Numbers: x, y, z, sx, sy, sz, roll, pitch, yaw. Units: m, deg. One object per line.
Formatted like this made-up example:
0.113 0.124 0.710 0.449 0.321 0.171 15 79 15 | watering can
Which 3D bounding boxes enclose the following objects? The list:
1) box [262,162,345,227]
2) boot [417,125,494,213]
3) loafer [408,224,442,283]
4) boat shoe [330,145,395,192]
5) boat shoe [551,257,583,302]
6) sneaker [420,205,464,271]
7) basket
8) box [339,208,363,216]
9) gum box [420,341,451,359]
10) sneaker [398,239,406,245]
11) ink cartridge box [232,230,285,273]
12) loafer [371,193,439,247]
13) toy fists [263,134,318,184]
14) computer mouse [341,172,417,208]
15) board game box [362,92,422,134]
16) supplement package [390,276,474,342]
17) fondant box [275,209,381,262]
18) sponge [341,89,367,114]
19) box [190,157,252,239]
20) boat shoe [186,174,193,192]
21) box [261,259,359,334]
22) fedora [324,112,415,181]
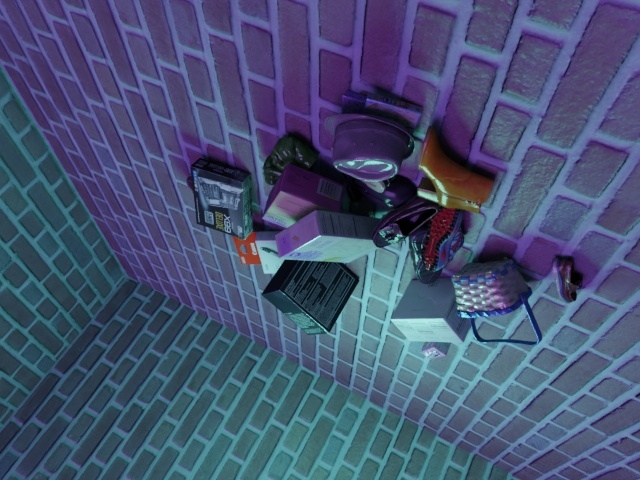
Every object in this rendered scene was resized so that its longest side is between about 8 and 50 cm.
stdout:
-0.062 -0.133 1.909 0.213 0.117 0.243 20 153 -13 | box
0.387 -0.195 1.548 0.211 0.104 0.295 15 150 17 | boot
0.366 0.035 1.932 0.109 0.095 0.303 -21 138 1 | loafer
0.132 -0.242 1.738 0.233 0.079 0.084 37 166 23 | boat shoe
0.770 0.129 1.686 0.066 0.066 0.183 -1 137 43 | boat shoe
0.415 -0.021 1.784 0.104 0.125 0.262 50 141 37 | sneaker
0.587 0.214 1.822 0.254 0.201 0.289 -9 100 51 | basket
0.103 -0.055 2.082 0.186 0.038 0.145 21 149 21 | box
0.491 0.395 2.235 0.062 0.188 0.107 35 150 -5 | gum box
0.274 -0.044 1.852 0.051 0.089 0.170 -3 166 7 | sneaker
-0.270 0.058 2.498 0.238 0.060 0.275 -1 145 3 | ink cartridge box
0.267 -0.056 1.747 0.096 0.084 0.267 33 121 -27 | loafer
-0.121 -0.266 1.918 0.142 0.096 0.279 37 152 -7 | toy fists
0.187 -0.160 1.805 0.272 0.072 0.188 14 145 29 | computer mouse
0.194 -0.346 1.516 0.154 0.026 0.103 15 148 -1 | board game box
0.437 0.263 2.070 0.261 0.204 0.145 -10 128 51 | supplement package
0.045 -0.006 1.893 0.330 0.096 0.238 6 156 -39 | fondant box
0.118 -0.344 1.629 0.117 0.031 0.210 23 149 14 | sponge
-0.406 -0.169 2.271 0.242 0.076 0.308 19 134 14 | box
-0.469 -0.156 2.421 0.335 0.095 0.112 40 150 -13 | boat shoe
-0.041 0.199 2.345 0.294 0.296 0.182 44 149 -18 | box
0.129 -0.252 1.563 0.275 0.124 0.244 10 160 15 | fedora
